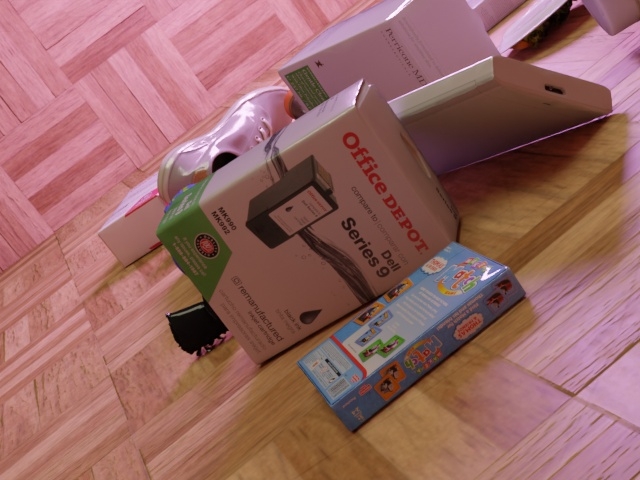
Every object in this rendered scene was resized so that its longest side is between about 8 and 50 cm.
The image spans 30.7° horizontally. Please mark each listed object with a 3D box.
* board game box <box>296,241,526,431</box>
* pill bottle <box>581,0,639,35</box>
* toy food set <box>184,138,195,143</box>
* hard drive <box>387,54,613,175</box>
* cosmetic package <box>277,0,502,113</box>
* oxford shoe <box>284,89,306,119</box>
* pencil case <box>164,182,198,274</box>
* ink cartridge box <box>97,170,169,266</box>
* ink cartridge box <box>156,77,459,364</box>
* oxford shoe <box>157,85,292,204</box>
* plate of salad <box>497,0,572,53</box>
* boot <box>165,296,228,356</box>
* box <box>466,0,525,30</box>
[{"bbox_3d":[0.084,0.088,1.157,0.211,0.039,0.160,-38,15,-4],"label":"board game box"},{"bbox_3d":[0.500,-0.447,1.487,0.407,0.229,0.229,-33,15,10],"label":"pill bottle"},{"bbox_3d":[-0.241,-0.158,2.505,0.071,0.128,0.218,-12,9,10],"label":"toy food set"},{"bbox_3d":[0.172,-0.145,1.437,0.203,0.040,0.307,8,-17,-37],"label":"hard drive"},{"bbox_3d":[0.113,-0.289,1.956,0.155,0.197,0.365,-43,15,-26],"label":"cosmetic package"},{"bbox_3d":[0.066,-0.298,2.192,0.271,0.097,0.098,-37,33,-7],"label":"oxford shoe"},{"bbox_3d":[-0.200,-0.019,1.964,0.306,0.133,0.119,-124,55,-76],"label":"pencil case"},{"bbox_3d":[-0.357,-0.067,2.524,0.172,0.100,0.237,-31,16,20],"label":"ink cartridge box"},{"bbox_3d":[-0.012,-0.022,1.373,0.289,0.211,0.121,-32,15,19],"label":"ink cartridge box"},{"bbox_3d":[-0.160,-0.186,2.413,0.130,0.169,0.449,14,34,26],"label":"oxford shoe"},{"bbox_3d":[0.365,-0.360,1.891,0.200,0.048,0.200,-42,6,5],"label":"plate of salad"},{"bbox_3d":[-0.163,0.089,1.571,0.099,0.121,0.045,-26,14,14],"label":"boot"},{"bbox_3d":[0.291,-0.443,2.305,0.322,0.058,0.232,-37,15,-9],"label":"box"}]
